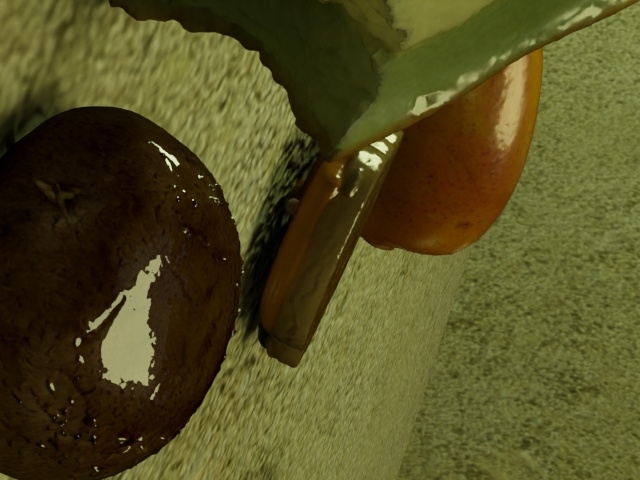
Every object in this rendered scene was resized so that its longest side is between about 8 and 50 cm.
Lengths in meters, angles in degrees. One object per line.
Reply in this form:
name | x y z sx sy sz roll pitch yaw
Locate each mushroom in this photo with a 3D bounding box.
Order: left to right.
mushroom | -0.079 0.018 0.486 0.127 0.087 0.127 -17 110 -59

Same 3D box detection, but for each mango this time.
mango | 0.096 -0.109 1.064 0.154 0.126 0.252 -78 -178 -66

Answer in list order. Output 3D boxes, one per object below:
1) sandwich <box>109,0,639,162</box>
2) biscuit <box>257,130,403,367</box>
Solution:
sandwich | -0.001 -0.155 0.500 0.186 0.220 0.108 -28 156 -18
biscuit | -0.004 -0.002 0.939 0.170 0.050 0.170 25 90 -86
